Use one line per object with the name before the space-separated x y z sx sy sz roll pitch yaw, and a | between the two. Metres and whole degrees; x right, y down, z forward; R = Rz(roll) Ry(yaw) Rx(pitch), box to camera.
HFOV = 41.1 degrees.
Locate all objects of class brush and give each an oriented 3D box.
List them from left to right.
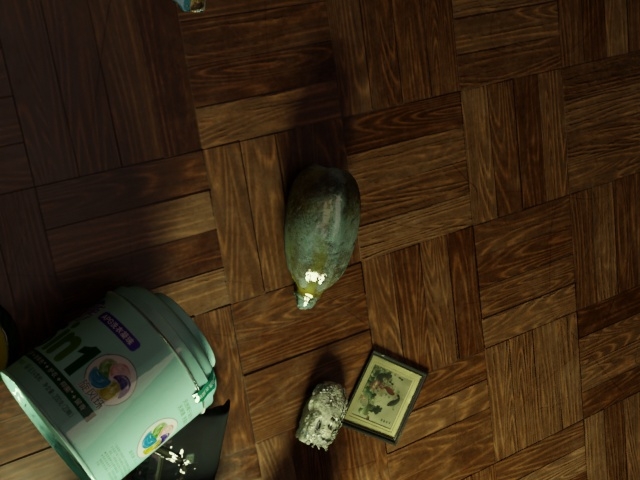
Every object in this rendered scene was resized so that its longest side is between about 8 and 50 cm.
brush | -0.292 -0.466 1.615 0.164 0.014 0.051 1 98 -30

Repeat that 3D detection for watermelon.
watermelon | -0.585 0.183 1.530 0.092 0.075 0.181 -7 105 -26

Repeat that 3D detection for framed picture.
framed picture | 0.153 0.380 2.051 0.195 0.010 0.199 28 85 -32

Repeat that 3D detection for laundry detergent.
laundry detergent | -0.363 0.253 1.545 0.305 0.287 0.287 -39 117 -25

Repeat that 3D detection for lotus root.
lotus root | 0.000 0.000 1.810 0.158 0.140 0.322 2 101 -32

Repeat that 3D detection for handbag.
handbag | -0.294 0.451 1.750 0.211 0.089 0.254 2 104 -40

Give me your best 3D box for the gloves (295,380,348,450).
gloves | 0.014 0.395 1.934 0.114 0.070 0.153 24 85 -32
